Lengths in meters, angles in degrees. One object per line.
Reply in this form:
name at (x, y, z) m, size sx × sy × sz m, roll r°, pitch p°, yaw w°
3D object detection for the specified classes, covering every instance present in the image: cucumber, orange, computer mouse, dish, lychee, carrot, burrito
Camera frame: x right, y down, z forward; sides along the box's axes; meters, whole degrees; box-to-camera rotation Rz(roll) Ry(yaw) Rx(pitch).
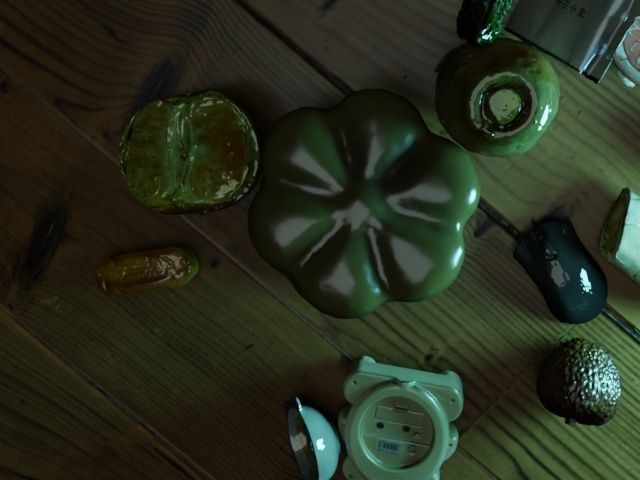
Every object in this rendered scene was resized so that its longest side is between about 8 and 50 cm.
cucumber at (0.315, -0.450, 1.526) m, size 0.096 × 0.359 × 0.096 m, roll 14°, pitch 131°, yaw 17°
orange at (-0.266, -0.191, 1.780) m, size 0.335 × 0.196 × 0.262 m, roll -9°, pitch 98°, yaw 34°
computer mouse at (0.529, 0.072, 1.779) m, size 0.147 × 0.088 × 0.264 m, roll -34°, pitch 94°, yaw 15°
dish at (-0.010, 0.474, 1.961) m, size 0.086 × 0.228 × 0.236 m, roll -12°, pitch 127°, yaw -20°
lychee at (0.565, 0.316, 1.790) m, size 0.195 × 0.194 × 0.194 m, roll 3°, pitch 106°, yaw 10°
carrot at (0.332, -0.282, 1.583) m, size 0.224 × 0.340 × 0.224 m, roll 1°, pitch 105°, yaw 5°
burrito at (0.709, 0.035, 1.724) m, size 0.299 × 0.105 × 0.143 m, roll 39°, pitch 99°, yaw -1°

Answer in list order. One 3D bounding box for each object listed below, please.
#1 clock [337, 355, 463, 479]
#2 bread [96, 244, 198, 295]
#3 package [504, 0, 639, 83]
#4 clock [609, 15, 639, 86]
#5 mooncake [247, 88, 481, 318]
clock at (0.182, 0.440, 1.930) m, size 0.284 × 0.114 × 0.309 m, roll 9°, pitch 109°, yaw 6°
bread at (-0.412, 0.069, 1.943) m, size 0.246 × 0.094 × 0.102 m, roll -7°, pitch 98°, yaw 12°
package at (0.502, -0.447, 1.601) m, size 0.251 × 0.062 × 0.204 m, roll 44°, pitch 118°, yaw 33°
clock at (0.678, -0.402, 1.596) m, size 0.227 × 0.142 × 0.241 m, roll 43°, pitch 118°, yaw 7°
mooncake at (0.081, -0.066, 1.655) m, size 0.467 × 0.262 × 0.466 m, roll 0°, pitch 89°, yaw 1°
